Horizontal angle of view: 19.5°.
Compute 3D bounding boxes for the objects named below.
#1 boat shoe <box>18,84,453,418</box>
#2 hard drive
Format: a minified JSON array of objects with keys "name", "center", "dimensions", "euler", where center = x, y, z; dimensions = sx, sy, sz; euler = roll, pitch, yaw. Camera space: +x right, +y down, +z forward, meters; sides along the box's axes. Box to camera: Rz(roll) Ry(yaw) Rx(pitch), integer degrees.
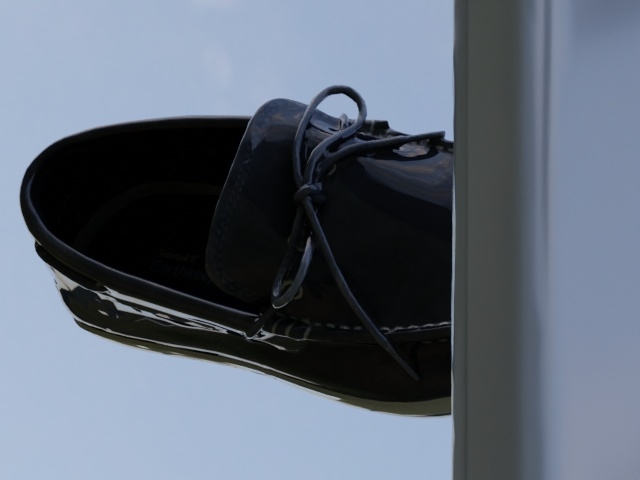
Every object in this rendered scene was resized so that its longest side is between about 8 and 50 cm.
[{"name":"boat shoe","center":[0.000,0.000,1.223],"dimensions":[0.500,0.187,0.156],"euler":[4,-31,35]},{"name":"hard drive","center":[0.142,0.046,0.739],"dimensions":[0.233,0.353,0.047],"euler":[13,-17,-42]}]
